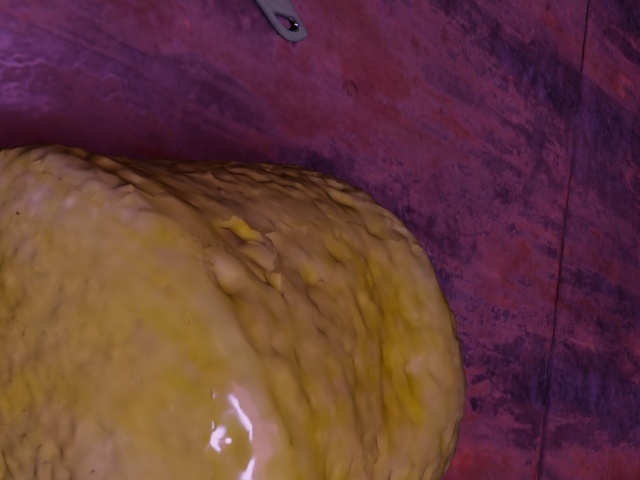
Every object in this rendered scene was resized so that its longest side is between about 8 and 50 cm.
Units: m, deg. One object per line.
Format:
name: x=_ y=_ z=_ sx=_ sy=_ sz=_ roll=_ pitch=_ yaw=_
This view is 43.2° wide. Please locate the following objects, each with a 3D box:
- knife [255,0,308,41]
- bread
knife: x=-0.094 y=-0.297 z=0.728 sx=0.293 sy=0.020 sz=0.043 roll=53 pitch=54 yaw=-31
bread: x=-0.086 y=0.100 z=0.515 sx=0.308 sy=0.348 sz=0.348 roll=-19 pitch=103 yaw=-51
